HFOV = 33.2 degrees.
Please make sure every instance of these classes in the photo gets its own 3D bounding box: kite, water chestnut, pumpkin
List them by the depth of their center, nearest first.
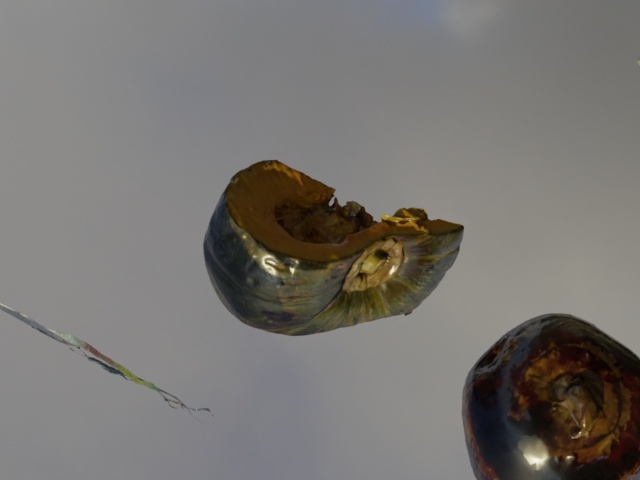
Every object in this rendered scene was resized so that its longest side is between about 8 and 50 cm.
[{"bbox_3d":[-0.240,0.089,0.994,0.310,0.169,0.015,30,-102,-6],"label":"kite"},{"bbox_3d":[0.260,0.197,1.179,0.238,0.224,0.223,64,-170,-54],"label":"water chestnut"},{"bbox_3d":[0.000,0.001,1.267,0.281,0.139,0.190,-10,-136,-32],"label":"pumpkin"}]

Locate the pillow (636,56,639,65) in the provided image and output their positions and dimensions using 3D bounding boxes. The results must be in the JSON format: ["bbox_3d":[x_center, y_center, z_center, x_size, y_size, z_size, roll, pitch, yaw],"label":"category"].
[{"bbox_3d":[0.417,-0.133,0.931,0.281,0.076,0.274,28,-174,13],"label":"pillow"}]
